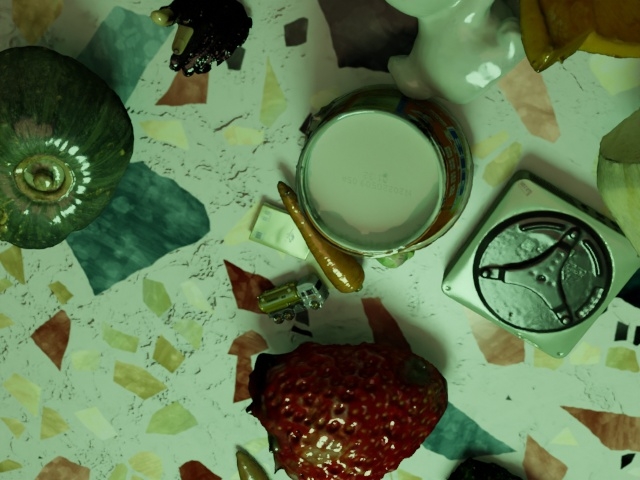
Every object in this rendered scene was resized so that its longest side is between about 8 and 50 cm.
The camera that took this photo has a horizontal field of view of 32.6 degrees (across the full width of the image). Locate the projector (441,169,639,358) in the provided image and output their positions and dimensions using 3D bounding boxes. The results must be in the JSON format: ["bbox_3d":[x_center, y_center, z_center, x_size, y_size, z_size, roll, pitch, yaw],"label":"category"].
[{"bbox_3d":[0.375,0.047,1.859,0.257,0.079,0.259,30,116,-5],"label":"projector"}]

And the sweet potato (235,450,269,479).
[{"bbox_3d":[-0.121,0.504,2.190,0.055,0.058,0.202,-22,112,-3],"label":"sweet potato"}]

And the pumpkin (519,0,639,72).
[{"bbox_3d":[0.364,-0.383,1.555,0.258,0.095,0.290,-11,86,-29],"label":"pumpkin"}]

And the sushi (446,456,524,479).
[{"bbox_3d":[0.339,0.508,2.076,0.225,0.124,0.127,32,117,-1],"label":"sushi"}]

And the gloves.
[{"bbox_3d":[-0.185,-0.330,1.702,0.106,0.181,0.129,-26,110,20],"label":"gloves"}]

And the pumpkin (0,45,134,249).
[{"bbox_3d":[-0.470,-0.150,1.800,0.291,0.257,0.328,34,111,-23],"label":"pumpkin"}]

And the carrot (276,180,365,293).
[{"bbox_3d":[0.000,0.000,1.898,0.061,0.061,0.257,-28,115,21],"label":"carrot"}]

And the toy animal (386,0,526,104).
[{"bbox_3d":[0.148,-0.377,1.619,0.241,0.196,0.367,-30,111,24],"label":"toy animal"}]

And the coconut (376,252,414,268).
[{"bbox_3d":[0.123,0.009,1.880,0.081,0.082,0.083,27,133,0],"label":"coconut"}]

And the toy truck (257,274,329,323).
[{"bbox_3d":[-0.050,0.104,1.975,0.123,0.052,0.063,-22,105,21],"label":"toy truck"}]

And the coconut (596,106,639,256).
[{"bbox_3d":[0.635,-0.070,1.589,0.404,0.404,0.404,4,117,8],"label":"coconut"}]

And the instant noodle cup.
[{"bbox_3d":[0.093,-0.100,1.716,0.296,0.214,0.296,1,99,9],"label":"instant noodle cup"}]

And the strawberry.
[{"bbox_3d":[0.046,0.316,1.942,0.310,0.292,0.292,-3,117,29],"label":"strawberry"}]

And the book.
[{"bbox_3d":[-0.063,-0.016,1.935,0.111,0.014,0.077,21,118,-7],"label":"book"}]
